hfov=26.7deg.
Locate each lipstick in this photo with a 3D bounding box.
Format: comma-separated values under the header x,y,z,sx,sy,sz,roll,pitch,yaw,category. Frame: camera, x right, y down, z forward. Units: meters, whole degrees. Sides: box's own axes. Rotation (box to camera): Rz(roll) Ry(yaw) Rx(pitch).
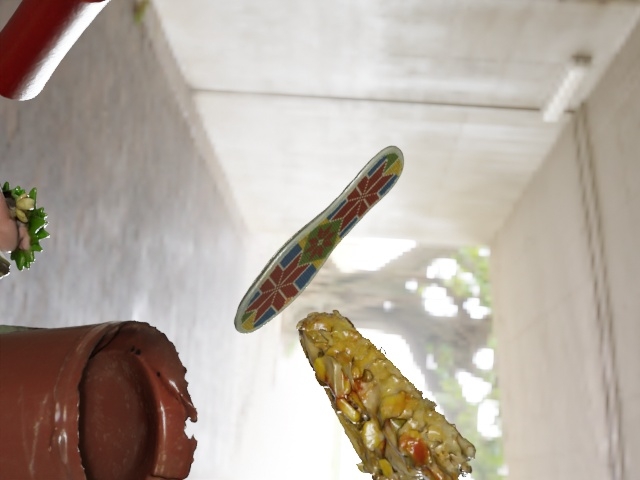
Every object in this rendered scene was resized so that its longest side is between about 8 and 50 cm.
x,y,z,sx,sy,sz,roll,pitch,yaw,category
-0.297,-0.236,1.468,0.241,0.080,0.080,-37,-138,50,lipstick

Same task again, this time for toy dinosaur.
x,y,z,sx,sy,sz,roll,pitch,yaw,category
-0.485,-0.030,1.852,0.194,0.152,0.177,-50,157,18,toy dinosaur

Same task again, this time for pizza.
x,y,z,sx,sy,sz,roll,pitch,yaw,category
0.082,0.227,1.479,0.288,0.074,0.251,43,-20,48,pizza

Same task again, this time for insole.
x,y,z,sx,sy,sz,roll,pitch,yaw,category
0.000,0.000,1.064,0.193,0.006,0.065,-46,149,-7,insole

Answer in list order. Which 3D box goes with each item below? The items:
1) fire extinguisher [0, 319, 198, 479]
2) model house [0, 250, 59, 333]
x,y,z,sx,sy,sz,roll,pitch,yaw,category
-0.227,0.098,0.753,0.147,0.337,0.106,-46,125,-56,fire extinguisher
-0.338,0.039,1.180,0.218,0.279,0.204,45,55,-52,model house
